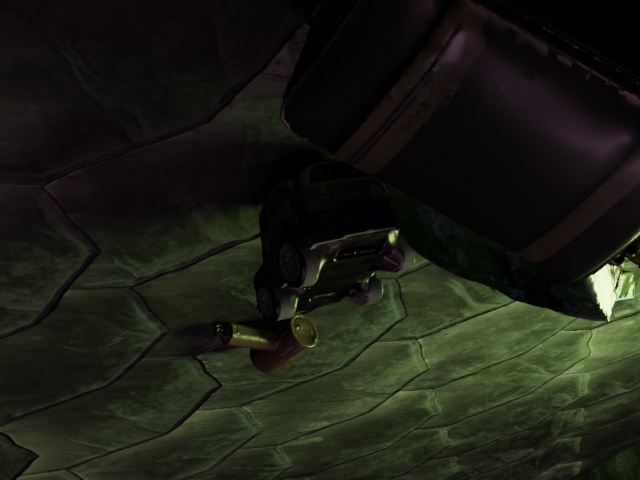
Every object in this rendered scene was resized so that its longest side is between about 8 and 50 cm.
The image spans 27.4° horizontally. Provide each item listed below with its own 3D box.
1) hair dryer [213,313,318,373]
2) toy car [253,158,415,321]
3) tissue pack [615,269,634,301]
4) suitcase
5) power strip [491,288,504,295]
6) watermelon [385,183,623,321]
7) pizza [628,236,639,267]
[{"bbox_3d":[-0.104,0.158,2.100,0.182,0.064,0.117,15,141,-42],"label":"hair dryer"},{"bbox_3d":[0.000,0.000,1.688,0.172,0.158,0.235,-8,155,-30],"label":"toy car"},{"bbox_3d":[0.496,0.071,2.361,0.111,0.079,0.085,-6,-171,-27],"label":"tissue pack"},{"bbox_3d":[0.182,-0.135,1.265,0.434,0.194,0.283,29,140,-11],"label":"suitcase"},{"bbox_3d":[0.384,0.004,2.132,0.265,0.059,0.194,-29,160,20],"label":"power strip"},{"bbox_3d":[0.245,-0.020,1.568,0.302,0.264,0.151,-35,137,-48],"label":"watermelon"},{"bbox_3d":[0.543,-0.007,2.190,0.178,0.041,0.131,-31,-158,55],"label":"pizza"}]
